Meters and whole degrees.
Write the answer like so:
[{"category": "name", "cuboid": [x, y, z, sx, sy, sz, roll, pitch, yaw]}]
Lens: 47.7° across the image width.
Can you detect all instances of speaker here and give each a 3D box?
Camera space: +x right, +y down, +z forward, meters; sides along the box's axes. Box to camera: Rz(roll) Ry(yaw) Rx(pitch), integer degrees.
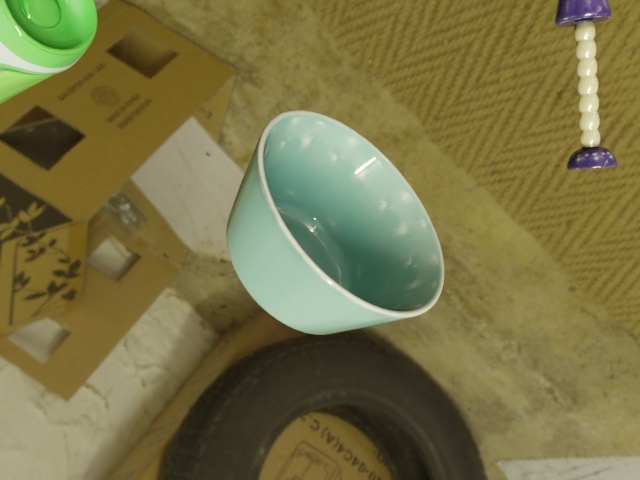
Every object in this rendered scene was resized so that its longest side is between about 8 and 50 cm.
[{"category": "speaker", "cuboid": [-0.374, -0.210, 0.798, 0.296, 0.131, 0.131, -12, 121, 39]}]

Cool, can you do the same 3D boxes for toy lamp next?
[{"category": "toy lamp", "cuboid": [0.380, -0.241, 1.038, 0.080, 0.080, 0.275, -1, 96, 36]}]

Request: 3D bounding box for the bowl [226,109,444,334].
[{"category": "bowl", "cuboid": [0.000, 0.000, 0.960, 0.311, 0.312, 0.163, 44, 125, -8]}]
